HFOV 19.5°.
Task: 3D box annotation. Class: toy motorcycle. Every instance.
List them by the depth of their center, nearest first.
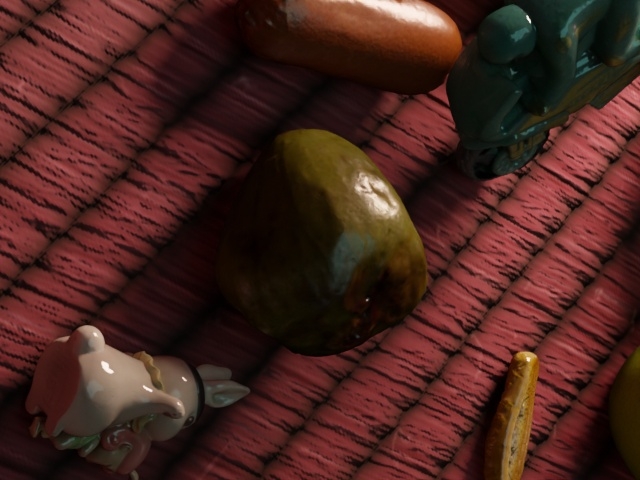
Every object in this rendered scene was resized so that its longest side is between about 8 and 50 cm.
[{"bbox_3d":[0.195,-0.163,1.424,0.296,0.109,0.198,-42,154,15],"label":"toy motorcycle"}]

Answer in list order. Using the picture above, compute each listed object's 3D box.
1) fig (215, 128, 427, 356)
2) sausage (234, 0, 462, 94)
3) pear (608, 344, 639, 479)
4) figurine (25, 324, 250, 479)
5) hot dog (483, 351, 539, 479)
[{"bbox_3d":[0.000,0.000,1.350,0.154,0.144,0.166,-2,82,-2],"label":"fig"},{"bbox_3d":[0.020,-0.159,1.397,0.197,0.076,0.076,10,84,-36],"label":"sausage"},{"bbox_3d":[0.351,0.154,1.568,0.187,0.219,0.188,-4,96,-36],"label":"pear"},{"bbox_3d":[-0.132,0.114,1.294,0.146,0.081,0.098,19,122,-41],"label":"figurine"},{"bbox_3d":[0.155,0.158,1.533,0.044,0.028,0.137,24,77,-62],"label":"hot dog"}]
